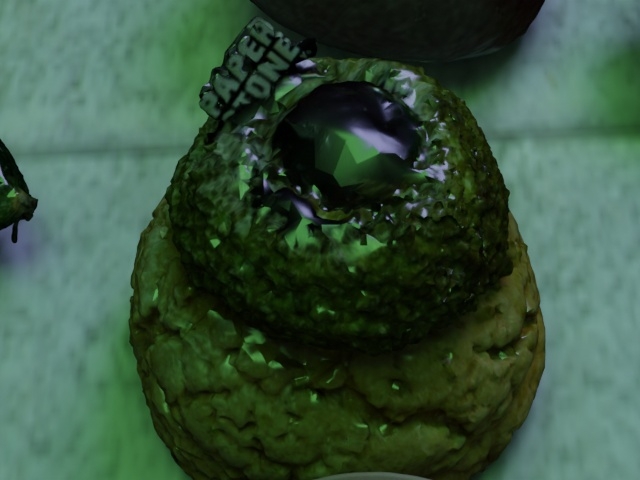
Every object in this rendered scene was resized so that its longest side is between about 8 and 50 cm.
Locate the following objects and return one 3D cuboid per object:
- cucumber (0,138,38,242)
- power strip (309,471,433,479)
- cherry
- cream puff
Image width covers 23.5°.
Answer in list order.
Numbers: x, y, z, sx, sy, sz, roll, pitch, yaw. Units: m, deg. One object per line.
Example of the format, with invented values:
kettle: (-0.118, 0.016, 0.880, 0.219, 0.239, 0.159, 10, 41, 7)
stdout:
cucumber: (-0.227, -0.078, 0.728, 0.077, 0.077, 0.265, -35, 61, -18)
power strip: (0.016, 0.163, 0.535, 0.154, 0.078, 0.154, -2, 56, 3)
cherry: (0.032, -0.163, 0.724, 0.176, 0.140, 0.176, 4, 60, -7)
cream puff: (0.000, 0.000, 0.595, 0.183, 0.169, 0.183, -3, 56, 4)
